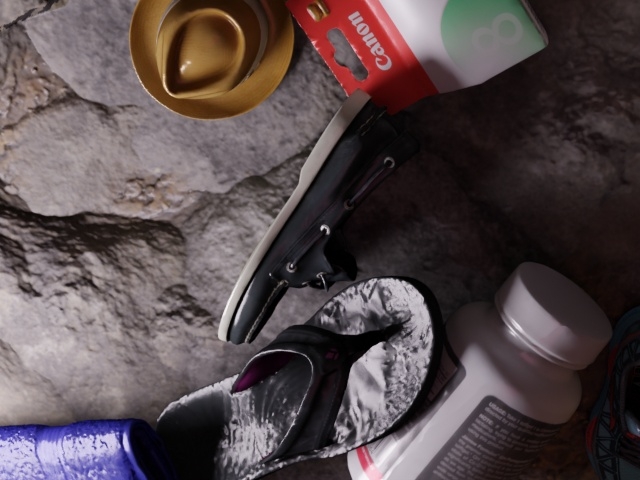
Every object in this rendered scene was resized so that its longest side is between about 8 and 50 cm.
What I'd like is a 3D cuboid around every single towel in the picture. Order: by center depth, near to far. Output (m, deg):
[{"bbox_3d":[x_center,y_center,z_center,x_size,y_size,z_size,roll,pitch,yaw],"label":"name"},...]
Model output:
[{"bbox_3d":[-0.303,0.323,1.767,0.308,0.076,0.227,-8,108,30],"label":"towel"}]

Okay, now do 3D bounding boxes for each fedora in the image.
[{"bbox_3d":[-0.124,-0.211,1.538,0.194,0.079,0.194,3,114,7],"label":"fedora"}]

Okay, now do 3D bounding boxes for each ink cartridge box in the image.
[{"bbox_3d":[0.101,-0.233,1.506,0.225,0.056,0.181,-29,113,16],"label":"ink cartridge box"}]

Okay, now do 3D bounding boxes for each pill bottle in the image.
[{"bbox_3d":[0.185,0.182,1.619,0.176,0.176,0.318,33,114,-7],"label":"pill bottle"}]

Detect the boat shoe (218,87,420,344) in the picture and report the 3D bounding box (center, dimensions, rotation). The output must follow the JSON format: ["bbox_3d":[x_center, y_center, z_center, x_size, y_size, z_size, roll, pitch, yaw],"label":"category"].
[{"bbox_3d":[0.001,-0.002,1.589,0.113,0.127,0.340,32,107,3],"label":"boat shoe"}]

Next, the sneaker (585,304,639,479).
[{"bbox_3d":[0.364,0.210,1.635,0.104,0.125,0.261,3,114,7],"label":"sneaker"}]

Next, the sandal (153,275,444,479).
[{"bbox_3d":[-0.041,0.189,1.624,0.446,0.107,0.167,-35,72,30],"label":"sandal"}]
